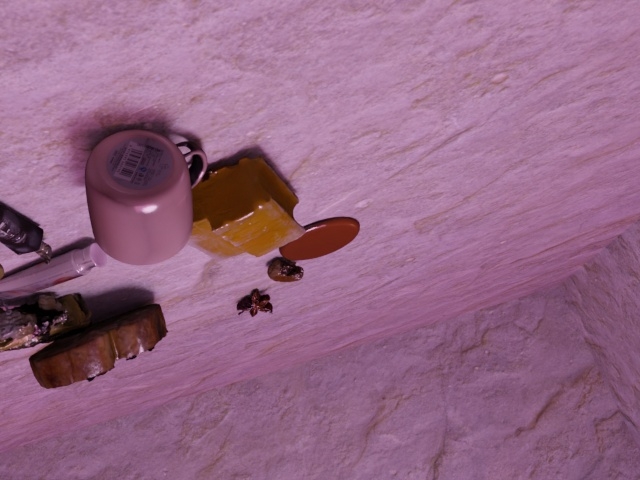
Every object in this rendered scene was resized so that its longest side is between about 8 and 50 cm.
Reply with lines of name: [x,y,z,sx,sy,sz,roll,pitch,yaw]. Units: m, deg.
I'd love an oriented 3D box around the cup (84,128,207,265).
cup: [-0.309,-0.101,1.151,0.253,0.191,0.200,-42,166,-29]

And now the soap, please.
soap: [-0.191,-0.056,1.394,0.259,0.142,0.281,-20,164,10]

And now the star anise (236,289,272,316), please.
star anise: [-0.233,0.224,2.115,0.097,0.070,0.191,32,133,-29]

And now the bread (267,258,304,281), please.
bread: [-0.113,0.092,1.889,0.082,0.060,0.113,-17,157,42]

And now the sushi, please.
sushi: [-0.735,0.194,1.570,0.291,0.139,0.131,-12,154,-43]

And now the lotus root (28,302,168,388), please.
lotus root: [-0.620,0.287,1.742,0.375,0.111,0.390,-14,-170,44]

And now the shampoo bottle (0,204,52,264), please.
shampoo bottle: [-0.608,-0.009,1.253,0.057,0.063,0.207,-10,159,3]

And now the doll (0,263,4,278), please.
doll: [-0.763,0.078,1.201,0.177,0.161,0.260,-42,154,1]

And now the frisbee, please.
frisbee: [0.000,0.000,1.825,0.251,0.021,0.251,-17,159,-7]

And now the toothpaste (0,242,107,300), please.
toothpaste: [-0.651,0.085,1.449,0.323,0.066,0.100,-20,160,14]
